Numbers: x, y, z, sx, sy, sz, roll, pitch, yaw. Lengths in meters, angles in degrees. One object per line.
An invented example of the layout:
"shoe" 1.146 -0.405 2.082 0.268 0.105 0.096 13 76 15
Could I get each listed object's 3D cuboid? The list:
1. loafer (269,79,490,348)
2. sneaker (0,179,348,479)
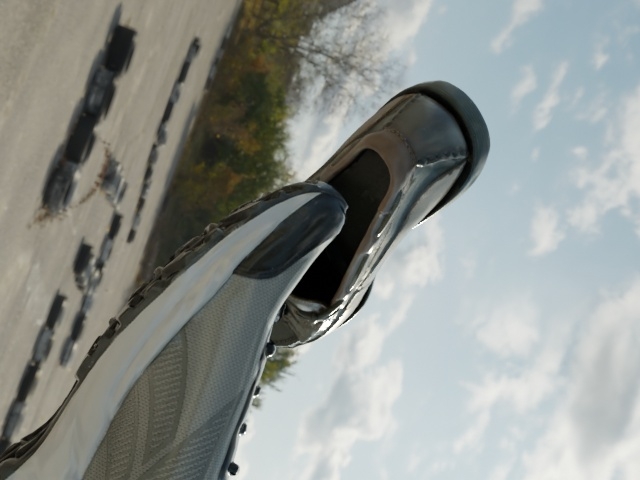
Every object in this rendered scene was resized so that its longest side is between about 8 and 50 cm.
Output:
"loafer" 0.000 0.000 0.498 0.084 0.096 0.267 -30 165 -43
"sneaker" -0.070 0.088 0.340 0.271 0.108 0.100 -54 -172 -9
